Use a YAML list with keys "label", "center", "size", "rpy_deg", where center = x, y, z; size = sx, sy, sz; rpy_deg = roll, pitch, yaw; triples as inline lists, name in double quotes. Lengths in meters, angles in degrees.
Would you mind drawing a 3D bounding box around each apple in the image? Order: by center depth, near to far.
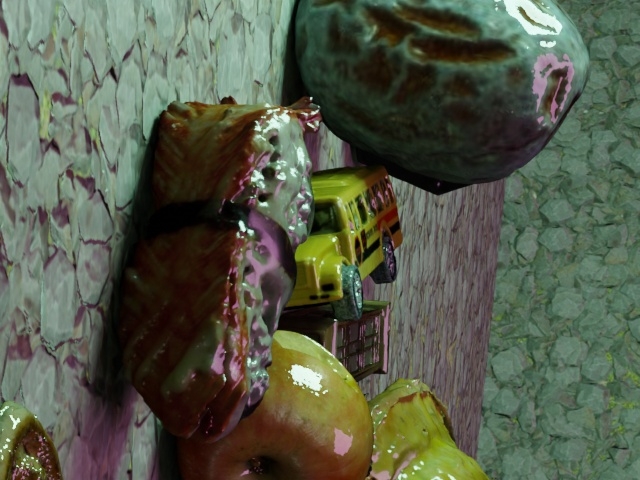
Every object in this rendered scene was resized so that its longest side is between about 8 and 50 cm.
- label: "apple"
  center: [-0.038, 0.165, 1.556]
  size: [0.199, 0.199, 0.199]
  rpy_deg: [3, 90, -78]

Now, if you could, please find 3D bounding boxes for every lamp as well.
- label: "lamp"
  center: [0.007, 0.113, 1.939]
  size: [0.325, 0.090, 0.089]
  rpy_deg: [-11, 104, -79]

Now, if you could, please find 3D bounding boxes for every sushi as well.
- label: "sushi"
  center: [-0.080, 0.010, 1.409]
  size: [0.130, 0.124, 0.332]
  rpy_deg: [53, 42, -56]

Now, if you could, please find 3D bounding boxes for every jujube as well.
- label: "jujube"
  center: [0.128, -0.190, 1.894]
  size: [0.215, 0.308, 0.246]
  rpy_deg: [83, 22, -51]

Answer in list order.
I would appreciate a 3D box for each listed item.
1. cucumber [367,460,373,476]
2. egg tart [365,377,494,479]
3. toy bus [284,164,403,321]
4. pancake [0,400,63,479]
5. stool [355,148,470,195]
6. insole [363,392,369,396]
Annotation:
- label: "cucumber"
  center: [-0.009, 0.256, 1.687]
  size: [0.300, 0.072, 0.072]
  rpy_deg: [-52, 143, -70]
- label: "egg tart"
  center: [0.102, 0.380, 2.081]
  size: [0.443, 0.178, 0.443]
  rpy_deg: [10, 90, -66]
- label: "toy bus"
  center: [0.000, 0.000, 1.805]
  size: [0.335, 0.121, 0.123]
  rpy_deg: [-36, 119, -75]
- label: "pancake"
  center: [-0.192, 0.179, 1.144]
  size: [0.158, 0.028, 0.158]
  rpy_deg: [3, 90, -81]
- label: "stool"
  center: [0.145, -0.171, 2.226]
  size: [0.232, 0.232, 0.141]
  rpy_deg: [78, 21, -51]
- label: "insole"
  center: [0.002, 0.177, 1.849]
  size: [0.004, 0.064, 0.188]
  rpy_deg: [64, -25, 3]
